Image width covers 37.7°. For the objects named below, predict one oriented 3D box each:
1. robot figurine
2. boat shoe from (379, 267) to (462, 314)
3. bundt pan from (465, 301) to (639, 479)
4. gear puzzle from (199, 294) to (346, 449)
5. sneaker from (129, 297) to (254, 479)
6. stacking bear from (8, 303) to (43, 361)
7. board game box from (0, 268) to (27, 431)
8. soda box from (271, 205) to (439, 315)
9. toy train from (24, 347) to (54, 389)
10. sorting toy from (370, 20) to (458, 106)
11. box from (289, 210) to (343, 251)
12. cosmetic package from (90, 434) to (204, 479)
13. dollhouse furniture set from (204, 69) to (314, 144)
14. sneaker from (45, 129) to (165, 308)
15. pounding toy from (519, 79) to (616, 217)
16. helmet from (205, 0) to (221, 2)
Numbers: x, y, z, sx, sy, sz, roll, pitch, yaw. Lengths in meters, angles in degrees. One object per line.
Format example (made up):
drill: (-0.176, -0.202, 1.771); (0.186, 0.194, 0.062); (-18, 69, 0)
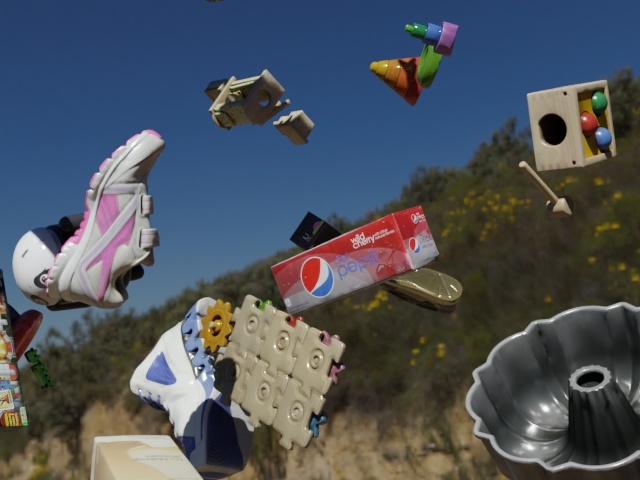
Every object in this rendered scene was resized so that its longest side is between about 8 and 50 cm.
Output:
robot figurine: (-0.512, 0.046, 1.999); (0.278, 0.209, 0.173); (-9, 3, -36)
boat shoe: (0.155, 0.081, 1.755); (0.223, 0.073, 0.080); (21, 44, 17)
bundt pan: (0.365, 0.225, 1.221); (0.330, 0.124, 0.331); (-19, 25, 9)
gear puzzle: (-0.087, 0.183, 1.424); (0.044, 0.176, 0.339); (19, 2, -42)
sneaker: (-0.228, 0.273, 1.611); (0.182, 0.316, 0.127); (-30, -37, 27)
stacking bear: (-0.651, 0.126, 1.620); (0.289, 0.175, 0.164); (34, -13, -6)
board game box: (-0.523, 0.160, 1.404); (0.030, 0.260, 0.136); (-31, -24, 35)
soda box: (0.051, 0.035, 1.459); (0.263, 0.092, 0.083); (-24, -5, 38)
toy train: (-0.496, 0.227, 1.650); (0.017, 0.083, 0.023); (-1, 28, 44)
sorting toy: (0.192, -0.403, 2.053); (0.126, 0.127, 0.365); (15, -9, -5)
box: (0.000, 0.000, 1.619); (0.052, 0.062, 0.083); (33, -3, 42)
cosmetic package: (-0.121, 0.169, 0.645); (0.060, 0.041, 0.115); (4, 3, -23)
dollhouse furniture set: (-0.136, -0.229, 1.824); (0.181, 0.101, 0.161); (0, -38, 49)
sneaker: (-0.253, -0.020, 1.217); (0.111, 0.252, 0.103); (26, 6, -2)
pounding toy: (0.399, -0.141, 1.489); (0.094, 0.206, 0.181); (-3, 10, 42)
helmet: (-0.258, -0.660, 2.277); (0.169, 0.170, 0.161); (0, -17, -33)
